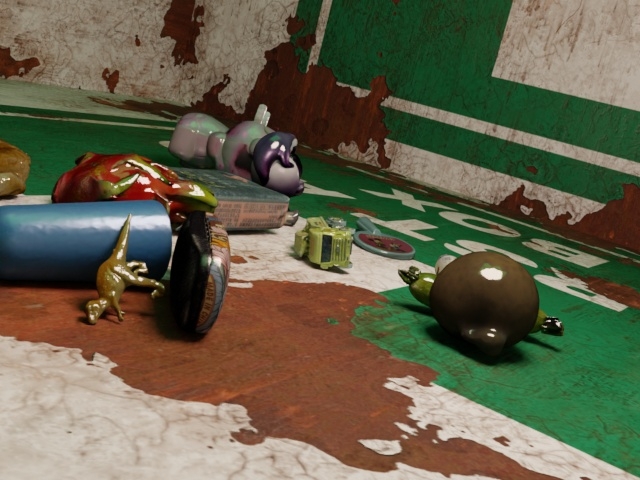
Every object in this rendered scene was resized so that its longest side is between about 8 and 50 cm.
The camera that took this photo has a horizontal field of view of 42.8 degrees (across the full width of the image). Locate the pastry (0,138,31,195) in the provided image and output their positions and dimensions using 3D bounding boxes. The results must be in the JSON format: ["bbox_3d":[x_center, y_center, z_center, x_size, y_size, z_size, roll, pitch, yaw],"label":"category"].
[{"bbox_3d":[-0.677,-0.151,1.579,0.219,0.100,0.229,2,19,-46],"label":"pastry"}]

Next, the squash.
[{"bbox_3d":[0.289,0.121,1.515,0.319,0.071,0.080,18,4,4],"label":"squash"}]

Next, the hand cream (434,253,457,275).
[{"bbox_3d":[0.283,0.094,1.689,0.096,0.059,0.276,14,17,-6],"label":"hand cream"}]

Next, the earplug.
[{"bbox_3d":[-0.369,0.003,1.199,0.273,0.132,0.132,0,19,-38],"label":"earplug"}]

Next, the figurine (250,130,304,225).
[{"bbox_3d":[-0.115,-0.151,1.944,0.146,0.222,0.145,9,15,-3],"label":"figurine"}]

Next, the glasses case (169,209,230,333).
[{"bbox_3d":[-0.183,0.039,1.234,0.082,0.122,0.321,10,13,-13],"label":"glasses case"}]

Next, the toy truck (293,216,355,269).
[{"bbox_3d":[0.000,0.000,1.705,0.116,0.085,0.191,2,11,-10],"label":"toy truck"}]

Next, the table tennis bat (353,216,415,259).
[{"bbox_3d":[0.141,-0.004,2.004,0.153,0.040,0.244,9,18,-20],"label":"table tennis bat"}]

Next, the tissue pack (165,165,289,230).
[{"bbox_3d":[-0.252,-0.090,1.772,0.228,0.103,0.316,21,13,36],"label":"tissue pack"}]

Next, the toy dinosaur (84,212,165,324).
[{"bbox_3d":[-0.290,0.039,1.134,0.126,0.039,0.161,-8,67,-47],"label":"toy dinosaur"}]

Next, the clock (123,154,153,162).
[{"bbox_3d":[-0.411,-0.101,1.600,0.205,0.051,0.205,-8,36,6],"label":"clock"}]

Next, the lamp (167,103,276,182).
[{"bbox_3d":[-0.241,-0.271,2.278,0.301,0.247,0.247,16,-13,11],"label":"lamp"}]

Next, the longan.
[{"bbox_3d":[0.277,0.110,1.381,0.185,0.159,0.204,3,42,0],"label":"longan"}]

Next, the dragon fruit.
[{"bbox_3d":[-0.329,-0.055,1.417,0.269,0.198,0.200,13,-32,-32],"label":"dragon fruit"}]
